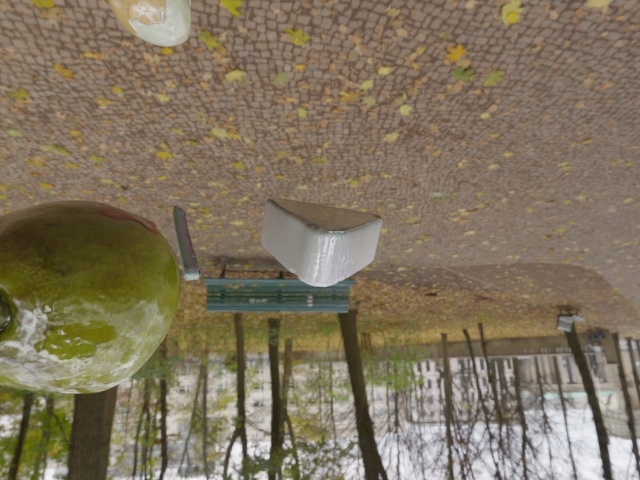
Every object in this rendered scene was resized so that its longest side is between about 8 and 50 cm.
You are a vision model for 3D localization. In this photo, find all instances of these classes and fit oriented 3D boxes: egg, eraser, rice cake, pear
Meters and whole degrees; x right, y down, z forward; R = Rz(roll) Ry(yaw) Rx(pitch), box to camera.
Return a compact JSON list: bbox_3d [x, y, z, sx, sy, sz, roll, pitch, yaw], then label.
[{"bbox_3d":[-0.179,-0.246,0.444,0.083,0.071,0.071,2,163,-20],"label":"egg"},{"bbox_3d":[0.000,0.000,1.087,0.332,0.149,0.331,10,-166,-3],"label":"eraser"},{"bbox_3d":[-0.295,0.002,0.912,0.033,0.207,0.033,-2,138,-28],"label":"rice cake"},{"bbox_3d":[-0.359,0.077,0.581,0.288,0.287,0.375,-1,-179,-2],"label":"pear"}]
